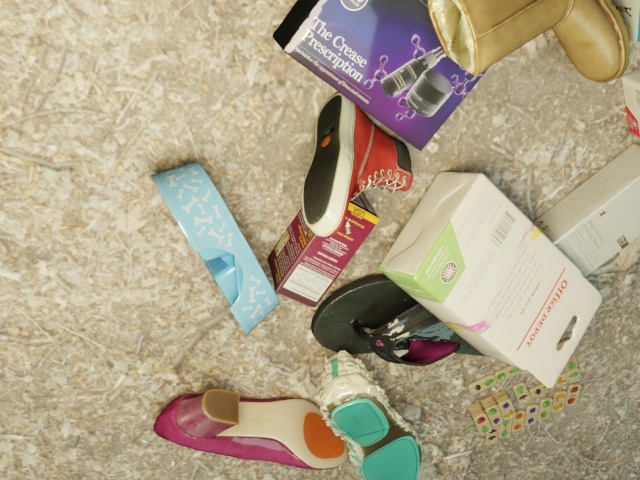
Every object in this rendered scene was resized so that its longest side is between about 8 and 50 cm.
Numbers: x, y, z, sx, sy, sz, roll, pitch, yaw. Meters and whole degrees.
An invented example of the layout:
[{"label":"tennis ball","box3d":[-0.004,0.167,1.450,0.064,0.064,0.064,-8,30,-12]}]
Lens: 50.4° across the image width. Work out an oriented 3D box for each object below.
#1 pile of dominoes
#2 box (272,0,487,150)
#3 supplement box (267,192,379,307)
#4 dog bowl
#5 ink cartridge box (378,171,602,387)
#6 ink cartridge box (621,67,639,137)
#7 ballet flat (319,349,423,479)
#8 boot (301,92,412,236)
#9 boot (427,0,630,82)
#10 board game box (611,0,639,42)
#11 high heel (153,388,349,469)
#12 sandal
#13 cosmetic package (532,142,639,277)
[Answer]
[{"label":"pile of dominoes","box3d":[0.437,0.332,1.423,0.251,0.040,0.196,-26,121,3]},{"label":"box","box3d":[0.094,-0.279,0.966,0.261,0.103,0.184,30,106,-26]},{"label":"supplement box","box3d":[0.000,0.000,1.097,0.080,0.104,0.188,26,111,-25]},{"label":"dog bowl","box3d":[-0.153,0.010,1.041,0.074,0.166,0.297,-31,121,-9]},{"label":"ink cartridge box","box3d":[0.294,0.071,1.143,0.353,0.119,0.207,39,78,-23]},{"label":"ink cartridge box","box3d":[0.556,-0.205,1.083,0.063,0.150,0.109,-24,122,1]},{"label":"ballet flat","box3d":[0.097,0.341,1.288,0.146,0.147,0.409,-23,134,0]},{"label":"boot","box3d":[0.068,-0.083,0.998,0.176,0.244,0.088,33,139,-28]},{"label":"boot","box3d":[0.290,-0.285,0.937,0.269,0.089,0.236,-32,99,-27]},{"label":"board game box","box3d":[0.579,-0.436,0.992,0.303,0.098,0.224,-14,121,-4]},{"label":"high heel","box3d":[-0.123,0.368,1.302,0.377,0.127,0.181,31,137,-30]},{"label":"sandal","box3d":[0.207,0.155,1.230,0.445,0.107,0.168,3,118,-14]},{"label":"cosmetic package","box3d":[0.504,-0.047,1.200,0.231,0.085,0.117,-40,120,12]}]
